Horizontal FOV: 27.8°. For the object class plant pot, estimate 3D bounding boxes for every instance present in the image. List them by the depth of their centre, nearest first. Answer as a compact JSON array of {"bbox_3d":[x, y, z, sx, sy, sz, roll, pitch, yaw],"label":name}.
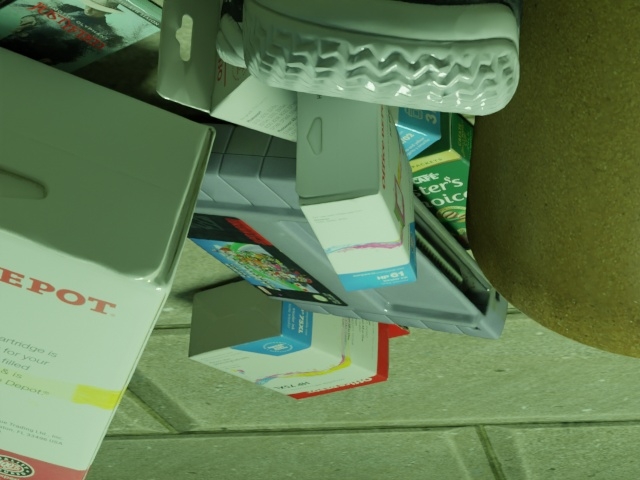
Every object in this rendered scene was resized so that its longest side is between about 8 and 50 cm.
[{"bbox_3d":[0.179,-0.111,0.636,0.237,0.237,0.254,-3,131,11],"label":"plant pot"}]

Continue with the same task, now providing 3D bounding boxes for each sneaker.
[{"bbox_3d":[0.030,-0.177,0.622,0.138,0.210,0.366,8,-171,-6],"label":"sneaker"}]

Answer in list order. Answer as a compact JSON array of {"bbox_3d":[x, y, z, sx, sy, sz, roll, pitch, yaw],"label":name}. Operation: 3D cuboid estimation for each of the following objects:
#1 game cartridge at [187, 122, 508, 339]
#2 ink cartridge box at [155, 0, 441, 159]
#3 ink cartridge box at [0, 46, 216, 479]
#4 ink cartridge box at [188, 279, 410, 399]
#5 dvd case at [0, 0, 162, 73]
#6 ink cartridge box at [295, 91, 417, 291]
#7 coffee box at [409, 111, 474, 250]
[{"bbox_3d":[0.000,0.000,1.125,0.230,0.068,0.355,2,159,29],"label":"game cartridge"},{"bbox_3d":[-0.011,-0.124,0.849,0.181,0.104,0.061,15,152,-28],"label":"ink cartridge box"},{"bbox_3d":[-0.271,0.031,1.012,0.279,0.160,0.384,20,142,-10],"label":"ink cartridge box"},{"bbox_3d":[-0.017,0.112,1.417,0.134,0.078,0.231,-17,151,36],"label":"ink cartridge box"},{"bbox_3d":[-0.178,-0.154,0.908,0.119,0.013,0.087,-17,150,35],"label":"dvd case"},{"bbox_3d":[0.024,-0.035,0.808,0.052,0.088,0.122,-8,152,13],"label":"ink cartridge box"},{"bbox_3d":[0.108,-0.044,1.098,0.113,0.040,0.184,-12,152,32],"label":"coffee box"}]
